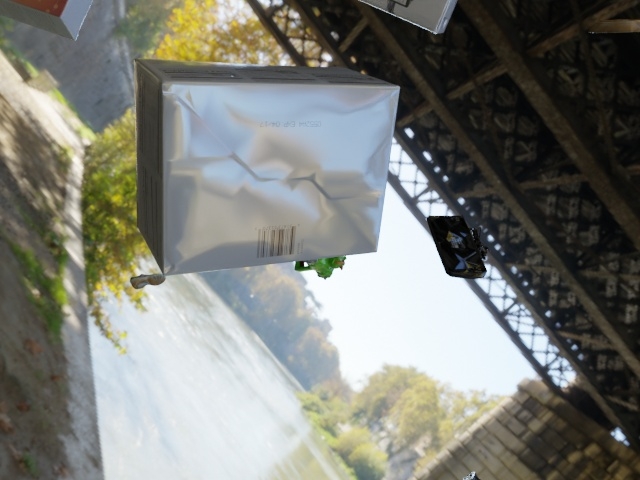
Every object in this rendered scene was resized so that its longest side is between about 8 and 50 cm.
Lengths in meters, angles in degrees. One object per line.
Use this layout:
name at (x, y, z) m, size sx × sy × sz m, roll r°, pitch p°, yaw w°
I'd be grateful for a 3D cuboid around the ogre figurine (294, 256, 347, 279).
ogre figurine at (0.000, 0.000, 1.146) m, size 0.096 × 0.118 × 0.197 m, roll 6°, pitch -16°, yaw -4°

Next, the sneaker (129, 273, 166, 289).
sneaker at (-0.402, 0.087, 1.486) m, size 0.037 × 0.083 × 0.032 m, roll 35°, pitch -57°, yaw 42°

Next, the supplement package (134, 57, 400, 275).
supplement package at (-0.068, -0.091, 0.734) m, size 0.145 × 0.261 × 0.204 m, roll 42°, pitch -48°, yaw 55°

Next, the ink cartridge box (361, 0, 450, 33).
ink cartridge box at (0.178, -0.586, 1.479) m, size 0.272 × 0.115 × 0.198 m, roll 26°, pitch 24°, yaw 6°

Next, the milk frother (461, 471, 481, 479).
milk frother at (0.213, 0.425, 0.882) m, size 0.134 × 0.143 × 0.129 m, roll 44°, pitch 4°, yaw 14°

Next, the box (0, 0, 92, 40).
box at (-0.546, -0.493, 1.250) m, size 0.170 × 0.130 × 0.091 m, roll 19°, pitch -11°, yaw 1°

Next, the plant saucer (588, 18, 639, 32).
plant saucer at (0.412, -0.294, 0.876) m, size 0.083 × 0.083 × 0.015 m, roll -146°, pitch -132°, yaw -60°

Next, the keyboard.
keyboard at (0.254, 0.018, 1.162) m, size 0.192 × 0.100 × 0.038 m, roll -94°, pitch -174°, yaw -55°
